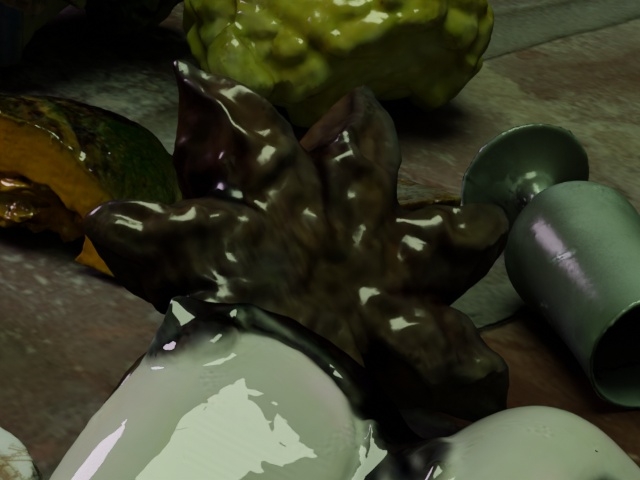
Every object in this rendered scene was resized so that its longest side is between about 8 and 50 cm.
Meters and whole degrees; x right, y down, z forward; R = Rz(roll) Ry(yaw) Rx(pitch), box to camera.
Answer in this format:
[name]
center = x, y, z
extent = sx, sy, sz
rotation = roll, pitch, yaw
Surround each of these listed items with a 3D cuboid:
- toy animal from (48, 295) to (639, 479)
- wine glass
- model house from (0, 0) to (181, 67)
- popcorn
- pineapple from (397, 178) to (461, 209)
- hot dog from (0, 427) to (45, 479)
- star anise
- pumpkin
[toy animal]
center = 0.031, 0.177, 0.801
extent = 0.310, 0.251, 0.251
rotation = 28, 35, 18
[wine glass]
center = 0.181, 0.016, 1.239
extent = 0.103, 0.103, 0.231
rotation = -6, 33, -15
[model house]
center = -0.254, -0.265, 1.561
extent = 0.261, 0.321, 0.266
rotation = 35, 55, 14
[popcorn]
center = 0.004, -0.215, 1.534
extent = 0.250, 0.235, 0.242
rotation = -15, 49, -7
[pineapple]
center = 0.000, 0.000, 1.244
extent = 0.186, 0.114, 0.236
rotation = 7, 25, 9
[hot dog]
center = -0.256, 0.171, 0.951
extent = 0.252, 0.069, 0.131
rotation = -25, 48, -37
[star anise]
center = -0.004, 0.044, 1.060
extent = 0.315, 0.108, 0.315
rotation = 17, 57, -28
[pumpkin]
center = -0.208, -0.072, 1.367
extent = 0.278, 0.111, 0.163
rotation = 13, 25, 20
